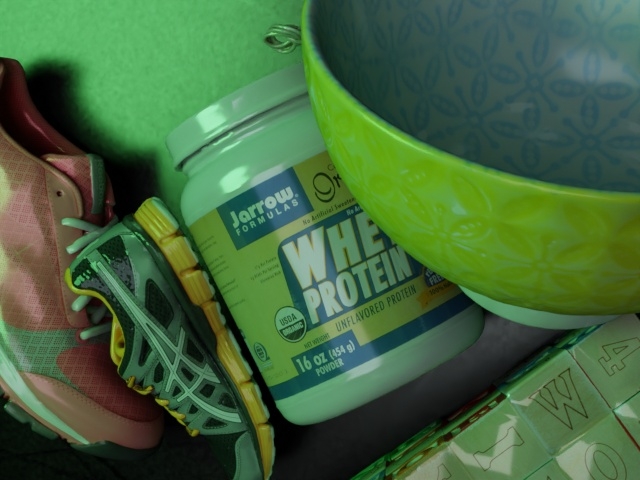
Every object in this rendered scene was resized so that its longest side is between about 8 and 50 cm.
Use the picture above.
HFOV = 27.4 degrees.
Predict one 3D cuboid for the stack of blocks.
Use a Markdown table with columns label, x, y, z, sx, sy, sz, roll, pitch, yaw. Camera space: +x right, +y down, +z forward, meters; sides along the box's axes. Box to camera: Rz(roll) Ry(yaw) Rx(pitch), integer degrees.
| label | x | y | z | sx | sy | sz | roll | pitch | yaw |
| --- | --- | --- | --- | --- | --- | --- | --- | --- | --- |
| stack of blocks | 0.082 | 0.161 | 0.806 | 0.297 | 0.171 | 0.087 | -37 | 85 | 1 |

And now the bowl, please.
| label | x | y | z | sx | sy | sz | roll | pitch | yaw |
| --- | --- | --- | --- | --- | --- | --- | --- | --- | --- |
| bowl | 0.132 | -0.047 | 0.699 | 0.289 | 0.289 | 0.156 | 16 | 130 | 16 |

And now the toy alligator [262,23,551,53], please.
| label | x | y | z | sx | sy | sz | roll | pitch | yaw |
| --- | --- | --- | --- | --- | --- | --- | --- | --- | --- |
| toy alligator | 0.058 | -0.144 | 0.841 | 0.190 | 0.056 | 0.051 | 4 | 59 | 18 |

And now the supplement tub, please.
| label | x | y | z | sx | sy | sz | roll | pitch | yaw |
| --- | --- | --- | --- | --- | --- | --- | --- | --- | --- |
| supplement tub | 0.000 | 0.000 | 0.827 | 0.144 | 0.144 | 0.199 | -28 | 88 | 20 |

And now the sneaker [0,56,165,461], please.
| label | x | y | z | sx | sy | sz | roll | pitch | yaw |
| --- | --- | --- | --- | --- | --- | --- | --- | --- | --- |
| sneaker | -0.190 | 0.008 | 0.909 | 0.136 | 0.116 | 0.314 | -37 | 85 | 18 |

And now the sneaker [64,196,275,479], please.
| label | x | y | z | sx | sy | sz | roll | pitch | yaw |
| --- | --- | --- | --- | --- | --- | --- | --- | --- | --- |
| sneaker | -0.095 | 0.079 | 0.876 | 0.083 | 0.084 | 0.215 | -28 | 107 | -9 |
